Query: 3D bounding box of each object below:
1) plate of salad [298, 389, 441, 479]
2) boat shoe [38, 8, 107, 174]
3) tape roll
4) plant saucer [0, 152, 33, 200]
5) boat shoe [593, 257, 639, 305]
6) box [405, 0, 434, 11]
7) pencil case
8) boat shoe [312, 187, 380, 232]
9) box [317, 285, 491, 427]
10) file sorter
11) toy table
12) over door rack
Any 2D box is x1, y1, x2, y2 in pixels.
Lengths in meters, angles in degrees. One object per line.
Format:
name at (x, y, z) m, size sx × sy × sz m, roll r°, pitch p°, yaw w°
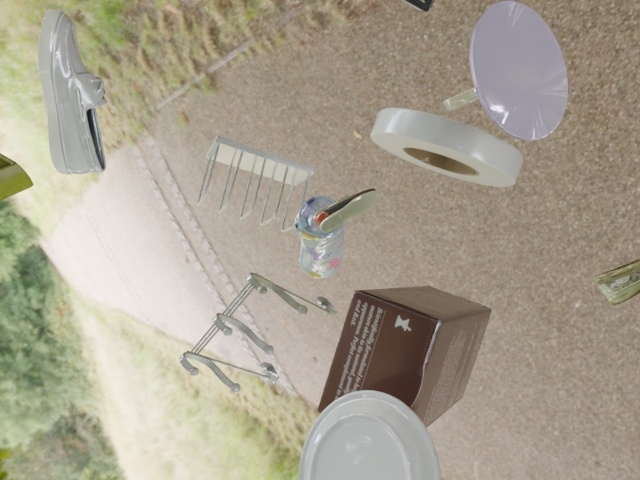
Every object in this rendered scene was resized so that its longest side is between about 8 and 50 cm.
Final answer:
plate of salad at (0.056, 0.278, 0.677) m, size 0.200 × 0.199 × 0.048 m, roll 9°, pitch 168°, yaw 42°
boat shoe at (-0.272, -0.160, 0.652) m, size 0.063 × 0.066 × 0.184 m, roll 3°, pitch 111°, yaw -7°
tape roll at (0.321, -0.234, 1.491) m, size 0.392 × 0.072 × 0.392 m, roll 21°, pitch -179°, yaw 0°
plant saucer at (-0.649, -0.137, 1.042) m, size 0.188 × 0.188 × 0.045 m, roll 30°, pitch 115°, yaw -1°
boat shoe at (0.799, 0.049, 1.392) m, size 0.285 × 0.105 × 0.089 m, roll -43°, pitch 70°, yaw 27°
box at (0.130, -0.622, 1.104) m, size 0.308 × 0.076 × 0.242 m, roll 25°, pitch 109°, yaw -12°
pencil case at (0.000, 0.000, 1.456) m, size 0.113 × 0.124 × 0.273 m, roll 48°, pitch 165°, yaw 20°
boat shoe at (0.050, -0.065, 1.122) m, size 0.043 × 0.137 × 0.049 m, roll 53°, pitch 171°, yaw 45°
box at (0.156, 0.185, 0.949) m, size 0.143 × 0.381 × 0.191 m, roll 19°, pitch 95°, yaw 24°
file sorter at (-0.189, -0.147, 1.611) m, size 0.278 × 0.173 × 0.193 m, roll 17°, pitch 170°, yaw -16°
toy table at (0.393, -0.338, 1.208) m, size 0.161 × 0.252 × 0.274 m, roll -85°, pitch -14°, yaw -85°
over door rack at (-0.108, 0.209, 1.239) m, size 0.108 × 0.239 × 0.324 m, roll 46°, pitch -170°, yaw 33°
